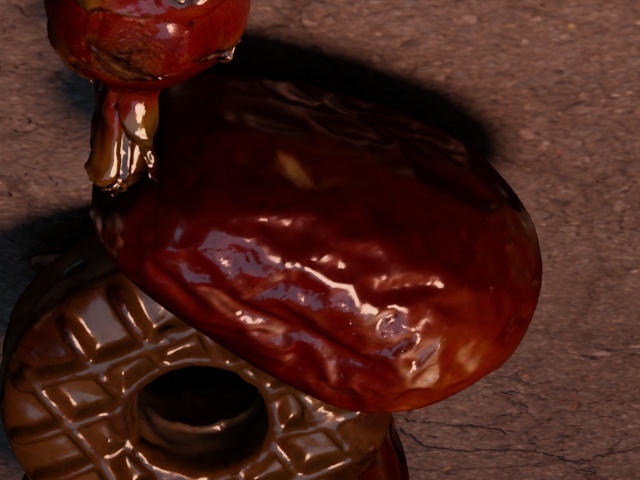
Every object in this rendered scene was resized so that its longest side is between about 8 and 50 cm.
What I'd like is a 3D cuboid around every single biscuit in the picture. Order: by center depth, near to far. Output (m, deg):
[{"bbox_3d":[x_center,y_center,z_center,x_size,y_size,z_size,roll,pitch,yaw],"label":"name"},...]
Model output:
[{"bbox_3d":[-0.101,0.120,1.516,0.332,0.103,0.332,-2,126,-3],"label":"biscuit"}]

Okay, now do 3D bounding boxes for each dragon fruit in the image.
[{"bbox_3d":[-0.108,-0.121,1.098,0.125,0.125,0.246,0,131,-12],"label":"dragon fruit"}]

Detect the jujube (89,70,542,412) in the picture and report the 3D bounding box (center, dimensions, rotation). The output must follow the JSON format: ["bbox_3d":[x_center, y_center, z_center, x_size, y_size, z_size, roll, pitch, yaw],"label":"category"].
[{"bbox_3d":[0.000,0.000,1.292,0.318,0.223,0.223,23,146,-30],"label":"jujube"}]

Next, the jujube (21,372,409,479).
[{"bbox_3d":[-0.102,0.256,1.768,0.377,0.276,0.276,-16,151,5],"label":"jujube"}]

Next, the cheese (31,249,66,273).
[{"bbox_3d":[-0.191,0.051,1.570,0.092,0.047,0.171,1,153,-2],"label":"cheese"}]
